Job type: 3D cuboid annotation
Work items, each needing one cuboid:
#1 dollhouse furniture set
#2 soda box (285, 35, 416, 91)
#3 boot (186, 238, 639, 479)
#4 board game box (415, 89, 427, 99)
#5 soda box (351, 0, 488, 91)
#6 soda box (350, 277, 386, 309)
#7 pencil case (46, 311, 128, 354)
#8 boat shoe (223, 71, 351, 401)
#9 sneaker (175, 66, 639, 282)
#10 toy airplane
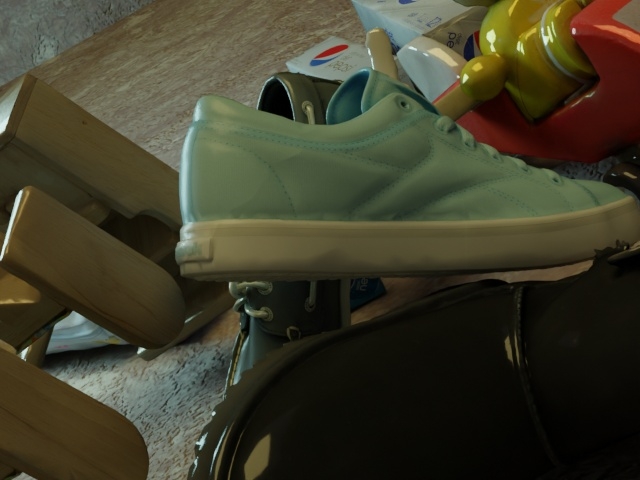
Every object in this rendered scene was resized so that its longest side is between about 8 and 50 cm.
[{"bbox_3d":[-0.217,0.109,1.221,0.362,0.256,0.394,-35,32,40],"label":"dollhouse furniture set"},{"bbox_3d":[0.035,-0.163,1.671,0.069,0.074,0.216,-31,20,-9],"label":"soda box"},{"bbox_3d":[0.189,0.076,0.840,0.445,0.146,0.367,-12,14,39],"label":"boot"},{"bbox_3d":[0.079,-0.145,1.749,0.214,0.046,0.317,-12,25,37],"label":"board game box"},{"bbox_3d":[0.123,-0.221,1.670,0.091,0.098,0.286,-29,20,-4],"label":"soda box"},{"bbox_3d":[0.000,0.000,1.455,0.067,0.071,0.210,-28,20,0],"label":"soda box"},{"bbox_3d":[-0.292,0.069,1.603,0.273,0.113,0.124,-14,21,33],"label":"pencil case"},{"bbox_3d":[-0.035,0.026,1.172,0.116,0.099,0.319,3,76,51],"label":"boat shoe"},{"bbox_3d":[0.075,-0.049,1.098,0.366,0.150,0.135,-1,-2,-29],"label":"sneaker"},{"bbox_3d":[0.169,-0.167,1.350,0.384,0.272,0.386,-22,22,24],"label":"toy airplane"}]
